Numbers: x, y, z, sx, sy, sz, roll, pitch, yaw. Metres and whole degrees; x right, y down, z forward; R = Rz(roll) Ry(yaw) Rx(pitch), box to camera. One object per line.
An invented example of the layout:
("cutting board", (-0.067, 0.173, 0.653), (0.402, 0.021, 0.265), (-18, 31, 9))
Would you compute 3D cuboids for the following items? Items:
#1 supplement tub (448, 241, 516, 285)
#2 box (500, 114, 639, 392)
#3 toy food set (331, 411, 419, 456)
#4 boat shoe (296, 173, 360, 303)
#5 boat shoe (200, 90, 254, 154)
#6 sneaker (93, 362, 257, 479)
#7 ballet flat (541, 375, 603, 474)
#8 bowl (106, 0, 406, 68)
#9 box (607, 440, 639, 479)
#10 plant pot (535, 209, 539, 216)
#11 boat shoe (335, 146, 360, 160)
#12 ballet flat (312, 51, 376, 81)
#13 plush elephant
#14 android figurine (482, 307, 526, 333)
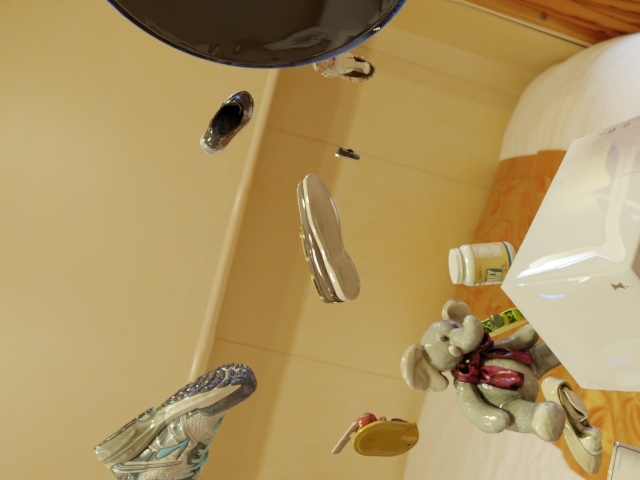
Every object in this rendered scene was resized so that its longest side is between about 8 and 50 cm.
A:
("supplement tub", (0.555, 0.082, 1.654), (0.144, 0.200, 0.144), (-5, -90, -87))
("box", (0.437, 0.006, 0.673), (0.345, 0.215, 0.168), (-50, 17, -31))
("toy food set", (0.140, 0.474, 1.210), (0.071, 0.218, 0.128), (-111, 39, -56))
("boat shoe", (0.000, 0.000, 1.190), (0.097, 0.117, 0.324), (-18, 91, 40))
("boat shoe", (-0.212, -0.298, 1.145), (0.076, 0.080, 0.228), (-44, 14, 49))
("sneaker", (-0.194, 0.286, 0.719), (0.283, 0.122, 0.110), (-33, -1, 17))
("ballet flat", (0.630, 0.450, 1.174), (0.248, 0.086, 0.086), (62, 160, 10))
("bowl", (-0.070, -0.321, 0.505), (0.391, 0.391, 0.077), (128, 142, -69))
("box", (0.747, 0.544, 0.975), (0.290, 0.087, 0.169), (8, 73, 37))
("plant pot", (0.555, -0.041, 1.119), (0.134, 0.095, 0.134), (-20, 61, 41))
("boat shoe", (0.104, -0.316, 1.747), (0.046, 0.125, 0.038), (32, 112, 43))
("ballet flat", (0.075, -0.480, 1.306), (0.241, 0.077, 0.091), (-18, -63, -52))
("plush elephant", (0.332, 0.250, 1.019), (0.272, 0.255, 0.330), (-50, 2, -34))
("android figurine", (0.554, 0.253, 1.486), (0.248, 0.273, 0.056), (-36, 66, 34))
